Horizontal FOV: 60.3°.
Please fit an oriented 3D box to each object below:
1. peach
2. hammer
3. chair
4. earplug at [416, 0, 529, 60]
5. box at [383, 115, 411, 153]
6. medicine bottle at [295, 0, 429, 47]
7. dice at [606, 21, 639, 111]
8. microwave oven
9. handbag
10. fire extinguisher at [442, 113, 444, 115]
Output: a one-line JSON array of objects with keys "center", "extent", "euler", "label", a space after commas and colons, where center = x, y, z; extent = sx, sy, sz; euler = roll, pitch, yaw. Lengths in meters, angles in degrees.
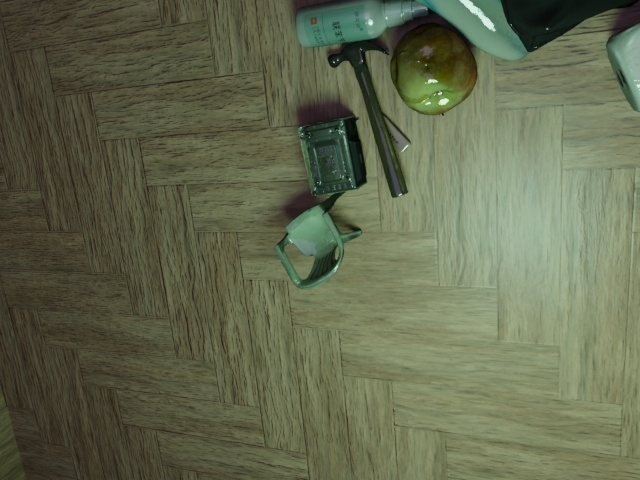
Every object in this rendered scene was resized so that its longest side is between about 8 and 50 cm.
[{"center": [0.277, -0.444, 1.382], "extent": [0.214, 0.214, 0.236], "euler": [-25, 65, 26], "label": "peach"}, {"center": [0.156, -0.333, 1.529], "extent": [0.168, 0.044, 0.440], "euler": [-15, 94, 28], "label": "hammer"}, {"center": [0.000, 0.000, 1.589], "extent": [0.203, 0.274, 0.191], "euler": [-32, 93, 29], "label": "chair"}, {"center": [0.383, -0.553, 1.322], "extent": [0.324, 0.185, 0.185], "euler": [38, 117, -15], "label": "earplug"}, {"center": [0.202, -0.298, 1.556], "extent": [0.115, 0.025, 0.048], "euler": [48, 118, 2], "label": "box"}, {"center": [0.111, -0.588, 1.458], "extent": [0.351, 0.110, 0.110], "euler": [-1, 105, 21], "label": "medicine bottle"}, {"center": [0.759, -0.403, 1.212], "extent": [0.193, 0.192, 0.194], "euler": [-26, 96, 25], "label": "dice"}, {"center": [0.035, -0.243, 1.582], "extent": [0.163, 0.129, 0.205], "euler": [-7, 103, 24], "label": "microwave oven"}, {"center": [0.533, -0.609, 1.228], "extent": [0.342, 0.152, 0.288], "euler": [-25, 87, -8], "label": "handbag"}, {"center": [0.277, -0.401, 1.495], "extent": [0.173, 0.035, 0.049], "euler": [41, 78, 6], "label": "fire extinguisher"}]
